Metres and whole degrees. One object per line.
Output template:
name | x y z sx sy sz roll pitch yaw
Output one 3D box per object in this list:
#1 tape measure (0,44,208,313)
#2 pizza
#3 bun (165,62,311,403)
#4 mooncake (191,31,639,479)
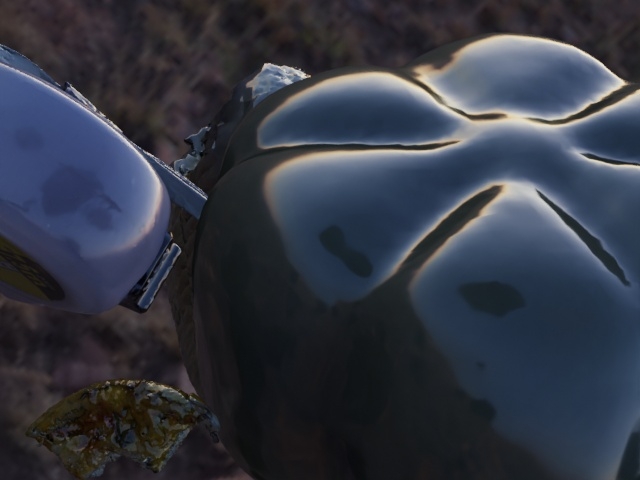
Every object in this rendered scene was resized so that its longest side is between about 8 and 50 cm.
tape measure | -0.163 -0.035 1.024 0.105 0.178 0.196 -59 137 -18
pizza | -0.074 0.069 0.669 0.016 0.083 0.037 22 65 -61
bun | 0.002 0.014 1.353 0.204 0.281 0.281 -2 48 -15
mooncake | 0.075 0.011 0.762 0.275 0.135 0.275 0 34 0
